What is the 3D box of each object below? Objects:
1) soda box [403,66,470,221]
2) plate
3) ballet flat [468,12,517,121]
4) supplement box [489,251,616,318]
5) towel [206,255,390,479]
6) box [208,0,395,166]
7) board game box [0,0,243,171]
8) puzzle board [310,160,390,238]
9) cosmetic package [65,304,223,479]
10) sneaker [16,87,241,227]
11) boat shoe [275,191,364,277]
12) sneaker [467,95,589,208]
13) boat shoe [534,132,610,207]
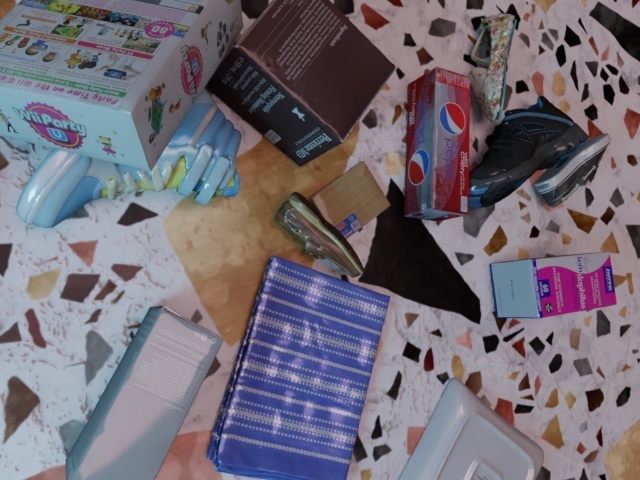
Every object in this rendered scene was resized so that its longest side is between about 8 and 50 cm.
[{"bbox_3d":[0.215,-0.172,0.990,0.083,0.092,0.263,7,82,-24],"label":"soda box"},{"bbox_3d":[0.283,0.443,0.984,0.277,0.045,0.278,41,70,-17],"label":"plate"},{"bbox_3d":[0.339,-0.350,1.087,0.077,0.091,0.241,12,73,7],"label":"ballet flat"},{"bbox_3d":[0.463,0.087,1.070,0.220,0.114,0.111,-4,85,-27],"label":"supplement box"},{"bbox_3d":[-0.021,0.216,0.869,0.243,0.040,0.336,21,76,-22],"label":"towel"},{"bbox_3d":[-0.033,-0.256,0.842,0.203,0.168,0.167,40,70,-16],"label":"box"},{"bbox_3d":[-0.257,-0.249,0.682,0.224,0.097,0.303,14,56,8],"label":"board game box"},{"bbox_3d":[0.054,-0.069,0.950,0.128,0.011,0.096,-37,101,-23],"label":"puzzle board"},{"bbox_3d":[-0.236,0.215,0.721,0.107,0.127,0.238,34,70,-19],"label":"cosmetic package"},{"bbox_3d":[-0.235,-0.092,0.755,0.208,0.127,0.319,45,69,-13],"label":"sneaker"},{"bbox_3d":[0.000,0.000,0.895,0.060,0.064,0.178,-43,101,12],"label":"boat shoe"},{"bbox_3d":[0.376,-0.176,1.071,0.340,0.125,0.140,-29,78,-29],"label":"sneaker"},{"bbox_3d":[0.551,-0.151,1.160,0.219,0.078,0.070,-37,100,-16],"label":"boat shoe"}]
